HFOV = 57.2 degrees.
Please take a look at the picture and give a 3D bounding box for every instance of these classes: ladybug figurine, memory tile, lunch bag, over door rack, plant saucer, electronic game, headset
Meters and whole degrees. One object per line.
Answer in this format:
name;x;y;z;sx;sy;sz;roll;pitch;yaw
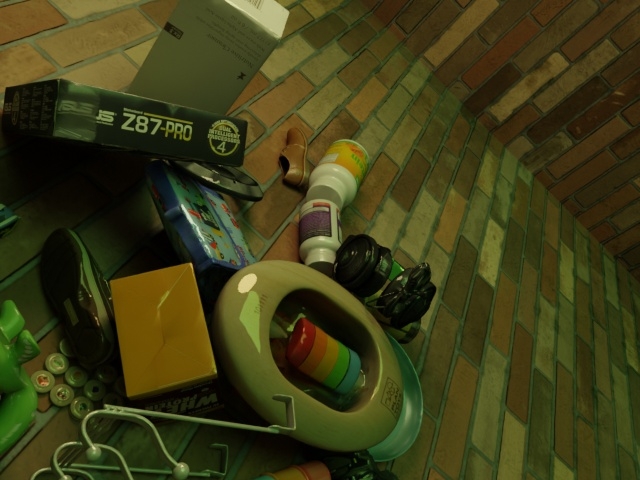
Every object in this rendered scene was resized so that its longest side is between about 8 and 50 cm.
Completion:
ladybug figurine;-0.026;0.224;1.093;0.449;0.162;0.305;41;49;-22
memory tile;-0.380;0.232;0.949;0.148;0.012;0.113;40;37;-11
lunch bag;-0.232;-0.010;1.089;0.220;0.138;0.293;60;-2;16
over door rack;-0.216;0.321;0.845;0.324;0.239;0.108;9;51;-40
plant saucer;0.090;0.324;1.287;0.318;0.044;0.317;21;50;-27
electronic game;-0.235;-0.145;1.327;0.229;0.048;0.229;25;11;-5
headset;0.159;0.074;1.285;0.243;0.185;0.394;37;13;-4

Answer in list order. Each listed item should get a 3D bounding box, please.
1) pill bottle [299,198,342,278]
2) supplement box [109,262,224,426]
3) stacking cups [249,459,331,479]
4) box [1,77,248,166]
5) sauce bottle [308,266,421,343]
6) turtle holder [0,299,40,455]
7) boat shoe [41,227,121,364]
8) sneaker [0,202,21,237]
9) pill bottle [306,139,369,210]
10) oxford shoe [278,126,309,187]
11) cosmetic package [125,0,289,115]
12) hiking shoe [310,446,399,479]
pill bottle;0.000;0.000;1.455;0.108;0.108;0.193;25;42;-28
supplement box;-0.244;0.175;0.955;0.129;0.194;0.191;-13;62;-13
stacking cups;-0.103;0.438;0.974;0.316;0.096;0.096;1;57;-44
box;-0.368;-0.206;1.068;0.318;0.395;0.097;3;97;-38
sauce bottle;0.086;0.149;1.405;0.345;0.111;0.111;27;42;-28
turtle holder;-0.508;0.139;0.756;0.228;0.320;0.243;-31;45;-27
boat shoe;-0.399;0.097;1.005;0.095;0.095;0.257;27;34;-63
sneaker;-0.566;-0.023;0.959;0.059;0.053;0.144;48;28;-1
pill bottle;0.045;-0.170;1.628;0.136;0.136;0.245;41;38;-10
oxford shoe;-0.079;-0.242;1.626;0.076;0.076;0.212;13;48;-24
cosmetic package;-0.267;-0.403;1.320;0.217;0.385;0.156;30;40;-19
hiking shoe;0.071;0.471;1.125;0.227;0.086;0.114;38;35;-15
